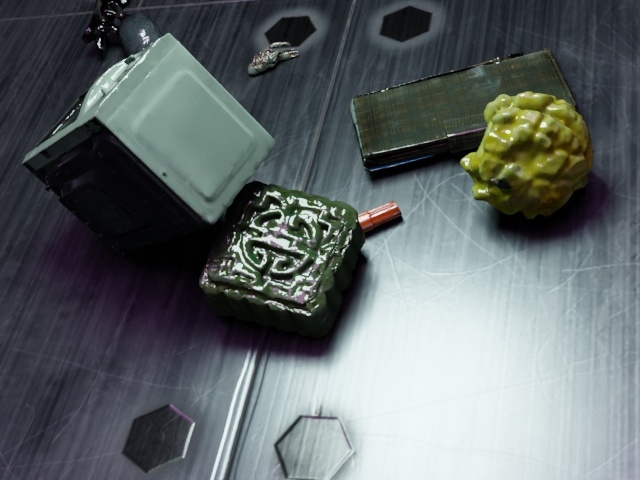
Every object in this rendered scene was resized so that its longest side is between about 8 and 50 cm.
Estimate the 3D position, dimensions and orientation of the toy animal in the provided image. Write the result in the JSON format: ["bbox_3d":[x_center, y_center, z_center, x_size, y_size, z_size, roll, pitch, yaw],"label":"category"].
[{"bbox_3d":[-0.319,-0.355,1.792,0.210,0.121,0.117,39,25,21],"label":"toy animal"}]

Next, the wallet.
[{"bbox_3d":[0.206,-0.195,1.490,0.317,0.044,0.169,-14,44,4],"label":"wallet"}]

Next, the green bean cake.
[{"bbox_3d":[-0.049,0.022,1.333,0.185,0.094,0.183,15,65,15],"label":"green bean cake"}]

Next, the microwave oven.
[{"bbox_3d":[-0.246,-0.113,1.371,0.295,0.237,0.181,-14,35,55],"label":"microwave oven"}]

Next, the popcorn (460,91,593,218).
[{"bbox_3d":[0.272,-0.111,1.322,0.174,0.173,0.142,-20,41,1],"label":"popcorn"}]

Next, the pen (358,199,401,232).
[{"bbox_3d":[0.000,0.000,1.399,0.239,0.028,0.028,-23,47,-2],"label":"pen"}]

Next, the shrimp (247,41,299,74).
[{"bbox_3d":[-0.083,-0.310,1.685,0.092,0.038,0.029,-26,49,-4],"label":"shrimp"}]
